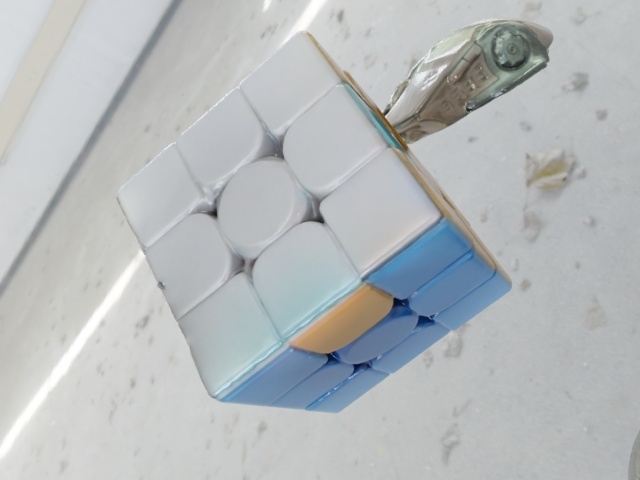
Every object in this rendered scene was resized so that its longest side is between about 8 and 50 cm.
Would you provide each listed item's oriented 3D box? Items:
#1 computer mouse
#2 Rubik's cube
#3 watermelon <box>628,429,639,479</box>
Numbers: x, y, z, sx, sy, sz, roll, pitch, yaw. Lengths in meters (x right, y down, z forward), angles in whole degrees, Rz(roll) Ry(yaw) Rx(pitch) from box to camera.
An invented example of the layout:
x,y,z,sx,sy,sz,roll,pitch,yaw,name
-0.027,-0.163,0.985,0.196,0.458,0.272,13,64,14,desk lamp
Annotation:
x,y,z,sx,sy,sz,roll,pitch,yaw,name
0.190,-0.245,1.105,0.389,0.114,0.199,-33,9,-13,computer mouse
0.000,0.000,0.830,0.290,0.292,0.291,-39,61,13,Rubik's cube
0.575,0.324,0.890,0.363,0.363,0.363,-38,38,38,watermelon
